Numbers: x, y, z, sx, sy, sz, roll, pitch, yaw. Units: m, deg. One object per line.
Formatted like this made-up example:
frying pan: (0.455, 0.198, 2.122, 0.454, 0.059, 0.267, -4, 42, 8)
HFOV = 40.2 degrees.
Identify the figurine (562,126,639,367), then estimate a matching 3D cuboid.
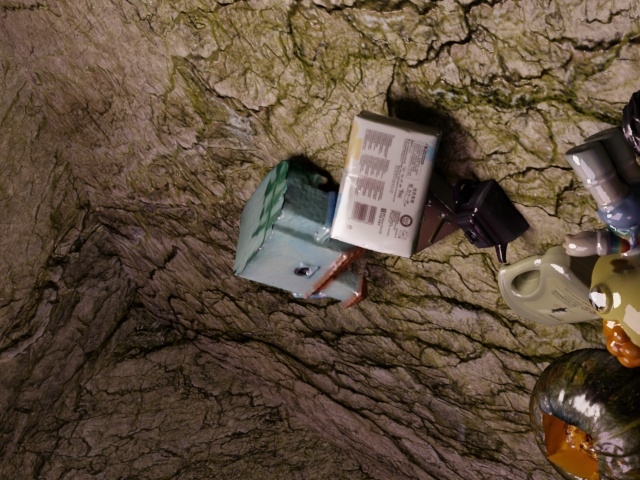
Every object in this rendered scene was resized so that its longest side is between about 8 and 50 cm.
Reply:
figurine: (0.473, 0.029, 1.275, 0.382, 0.224, 0.205, 50, 152, -17)

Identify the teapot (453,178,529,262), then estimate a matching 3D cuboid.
teapot: (0.297, -0.034, 1.598, 0.177, 0.096, 0.087, 50, 155, -17)

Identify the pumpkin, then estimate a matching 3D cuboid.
pumpkin: (0.545, 0.358, 1.700, 0.320, 0.192, 0.321, 45, 148, 39)

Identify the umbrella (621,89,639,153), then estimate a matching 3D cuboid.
umbrella: (0.524, -0.144, 1.046, 0.340, 0.118, 0.118, 12, 143, 49)

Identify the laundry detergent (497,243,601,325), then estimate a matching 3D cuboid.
laundry detergent: (0.418, 0.086, 1.583, 0.181, 0.091, 0.253, 29, 156, -17)

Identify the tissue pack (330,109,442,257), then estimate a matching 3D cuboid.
tissue pack: (0.125, -0.108, 1.591, 0.159, 0.145, 0.230, 14, 108, 11)

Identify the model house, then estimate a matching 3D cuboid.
model house: (0.000, 0.000, 2.021, 0.329, 0.252, 0.295, 25, 137, -17)

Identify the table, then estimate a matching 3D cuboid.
table: (0.187, -0.031, 1.755, 0.121, 0.111, 0.240, 44, 157, -3)
